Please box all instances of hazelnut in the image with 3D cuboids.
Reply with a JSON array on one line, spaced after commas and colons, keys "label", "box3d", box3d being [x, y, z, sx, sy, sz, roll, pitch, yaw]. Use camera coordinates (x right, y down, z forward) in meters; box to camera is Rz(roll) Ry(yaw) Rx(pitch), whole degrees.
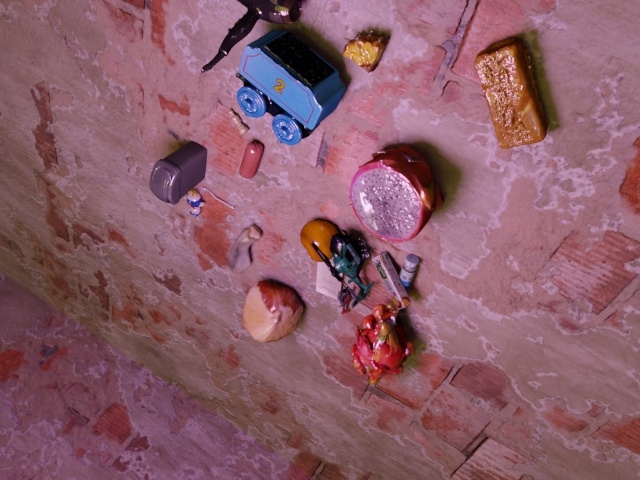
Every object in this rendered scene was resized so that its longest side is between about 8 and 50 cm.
[{"label": "hazelnut", "box3d": [-0.199, 0.296, 2.260, 0.241, 0.261, 0.261, 23, 143, 62]}]

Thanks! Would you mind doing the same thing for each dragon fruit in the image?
[{"label": "dragon fruit", "box3d": [0.221, 0.383, 2.072, 0.243, 0.227, 0.307, -15, 112, 35]}, {"label": "dragon fruit", "box3d": [0.234, -0.152, 1.682, 0.290, 0.189, 0.291, 21, 128, 28]}]

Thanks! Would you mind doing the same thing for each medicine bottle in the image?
[{"label": "medicine bottle", "box3d": [0.302, 0.132, 1.943, 0.051, 0.051, 0.191, 25, 133, 15]}]

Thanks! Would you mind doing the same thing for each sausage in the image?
[{"label": "sausage", "box3d": [-0.248, -0.287, 1.969, 0.062, 0.062, 0.154, 34, 136, 6]}]

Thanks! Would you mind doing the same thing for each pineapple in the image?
[{"label": "pineapple", "box3d": [0.129, -0.526, 1.539, 0.137, 0.069, 0.116, 8, 134, 40]}]

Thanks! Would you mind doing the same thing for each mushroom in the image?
[{"label": "mushroom", "box3d": [-0.315, 0.038, 2.249, 0.096, 0.099, 0.278, 30, 132, 3]}]

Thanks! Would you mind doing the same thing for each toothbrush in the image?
[{"label": "toothbrush", "box3d": [-0.412, -0.172, 2.203, 0.162, 0.014, 0.017, 31, 121, 9]}]

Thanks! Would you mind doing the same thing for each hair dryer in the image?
[{"label": "hair dryer", "box3d": [-0.251, -0.608, 1.536, 0.303, 0.360, 0.120, 30, 164, 20]}]

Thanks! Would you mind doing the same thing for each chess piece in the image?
[{"label": "chess piece", "box3d": [-0.289, -0.414, 1.919, 0.035, 0.035, 0.092, -27, 103, 43]}]

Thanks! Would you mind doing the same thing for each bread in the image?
[{"label": "bread", "box3d": [0.491, -0.370, 1.403, 0.139, 0.077, 0.271, -11, 118, 35]}]

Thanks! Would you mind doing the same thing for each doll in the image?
[{"label": "doll", "box3d": [-0.518, -0.151, 2.263, 0.098, 0.058, 0.143, 23, 139, 15]}]

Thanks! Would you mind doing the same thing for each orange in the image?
[{"label": "orange", "box3d": [0.000, 0.000, 1.992, 0.156, 0.134, 0.157, 158, 90, -80]}]

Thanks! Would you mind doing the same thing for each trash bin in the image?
[{"label": "trash bin", "box3d": [-0.531, -0.248, 2.062, 0.101, 0.236, 0.177, 27, 134, 12]}]

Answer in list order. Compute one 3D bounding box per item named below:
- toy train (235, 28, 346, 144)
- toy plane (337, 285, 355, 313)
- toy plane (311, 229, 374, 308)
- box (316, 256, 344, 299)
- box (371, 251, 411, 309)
[{"label": "toy train", "box3d": [-0.101, -0.458, 1.638, 0.300, 0.188, 0.265, 39, 143, 4]}, {"label": "toy plane", "box3d": [0.098, 0.236, 2.160, 0.037, 0.060, 0.145, -126, 34, -45]}, {"label": "toy plane", "box3d": [0.103, 0.093, 1.964, 0.106, 0.155, 0.382, 31, 161, 42]}, {"label": "box", "box3d": [0.038, 0.141, 2.141, 0.109, 0.029, 0.198, 21, 134, 18]}, {"label": "box", "box3d": [0.250, 0.142, 1.939, 0.207, 0.041, 0.050, 64, 151, 5]}]
